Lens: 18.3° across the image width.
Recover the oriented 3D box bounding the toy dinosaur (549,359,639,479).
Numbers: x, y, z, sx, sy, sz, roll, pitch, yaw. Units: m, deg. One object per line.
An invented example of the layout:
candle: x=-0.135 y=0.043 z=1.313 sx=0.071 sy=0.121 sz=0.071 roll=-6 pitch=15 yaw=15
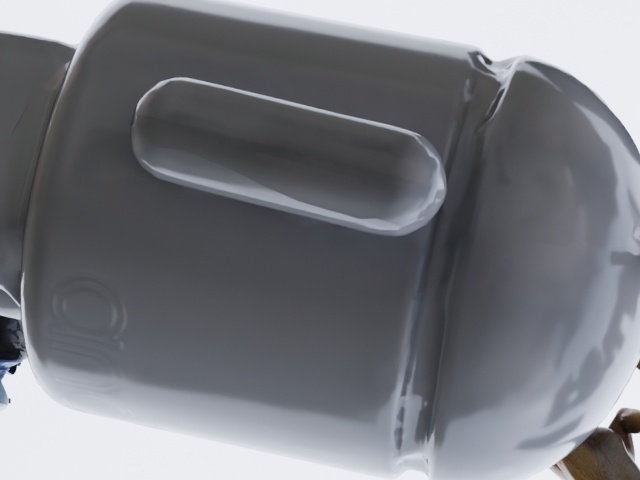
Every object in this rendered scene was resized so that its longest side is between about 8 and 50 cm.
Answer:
toy dinosaur: x=0.148 y=0.114 z=1.024 sx=0.064 sy=0.112 sz=0.211 roll=0 pitch=-159 yaw=-33

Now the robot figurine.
robot figurine: x=0.000 y=0.000 z=0.906 sx=0.354 sy=0.300 sz=0.199 roll=11 pitch=-100 yaw=9

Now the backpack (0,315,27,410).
backpack: x=-0.221 y=0.059 z=1.129 sx=0.105 sy=0.114 sz=0.084 roll=6 pitch=-98 yaw=-14
